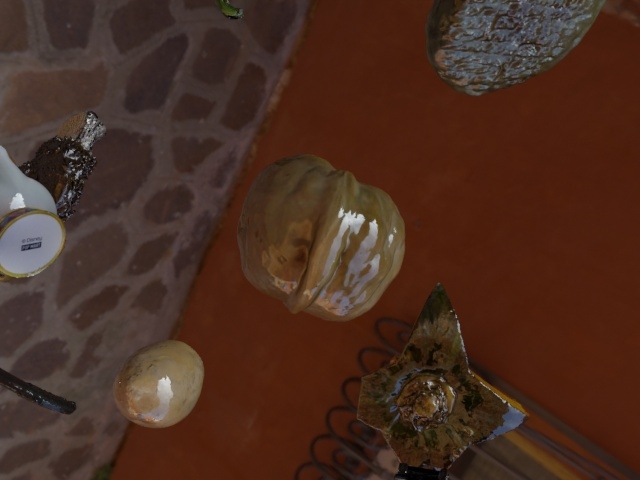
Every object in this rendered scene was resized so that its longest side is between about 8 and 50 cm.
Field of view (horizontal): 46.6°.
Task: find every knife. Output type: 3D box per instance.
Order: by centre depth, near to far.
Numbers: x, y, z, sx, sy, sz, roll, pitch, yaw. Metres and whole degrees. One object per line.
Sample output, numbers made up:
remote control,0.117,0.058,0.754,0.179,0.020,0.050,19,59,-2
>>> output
knife,-0.314,0.104,0.656,0.021,0.222,0.045,-56,-161,-3

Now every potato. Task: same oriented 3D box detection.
potato,-0.211,0.188,0.981,0.147,0.112,0.112,-42,157,-62

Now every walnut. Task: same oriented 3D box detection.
walnut,0.000,0.000,1.300,0.285,0.296,0.285,-158,-90,-78

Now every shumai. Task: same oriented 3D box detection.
shumai,0.348,-0.517,1.468,0.324,0.323,0.397,9,134,-25

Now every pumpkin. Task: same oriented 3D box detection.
pumpkin,0.192,0.266,1.306,0.258,0.290,0.095,-37,-174,11

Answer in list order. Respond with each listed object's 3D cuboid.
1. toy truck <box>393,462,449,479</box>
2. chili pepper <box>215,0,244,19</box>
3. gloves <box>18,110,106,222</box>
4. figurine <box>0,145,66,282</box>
toy truck,0.117,0.377,0.975,0.259,0.088,0.121,10,86,-74
chili pepper,-0.205,-0.586,1.548,0.165,0.173,0.261,73,11,-62
gloves,-0.656,-0.173,1.854,0.135,0.210,0.313,52,43,-56
figurine,-0.470,-0.052,1.040,0.142,0.263,0.190,-8,123,-51
